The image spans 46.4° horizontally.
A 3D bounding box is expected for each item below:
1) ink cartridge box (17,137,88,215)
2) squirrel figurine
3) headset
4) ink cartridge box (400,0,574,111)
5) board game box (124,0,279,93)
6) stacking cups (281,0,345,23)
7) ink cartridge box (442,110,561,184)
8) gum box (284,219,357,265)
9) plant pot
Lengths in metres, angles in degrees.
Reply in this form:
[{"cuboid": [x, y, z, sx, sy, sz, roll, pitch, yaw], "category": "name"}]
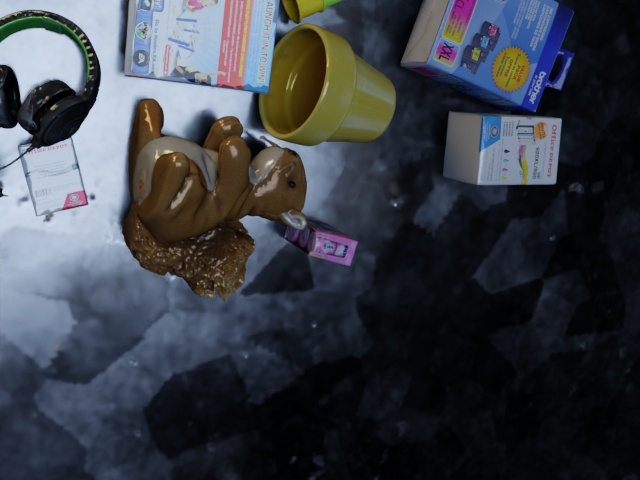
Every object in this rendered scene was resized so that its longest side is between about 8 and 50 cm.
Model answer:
[{"cuboid": [-0.561, -0.138, 1.567, 0.109, 0.063, 0.150, -14, 106, -18], "category": "ink cartridge box"}, {"cuboid": [-0.222, -0.075, 1.641, 0.371, 0.281, 0.396, 4, 115, -32], "category": "squirrel figurine"}, {"cuboid": [-0.579, -0.265, 1.438, 0.244, 0.185, 0.394, 16, 82, -4], "category": "headset"}, {"cuboid": [0.430, -0.484, 1.822, 0.396, 0.151, 0.269, 17, 96, -25], "category": "ink cartridge box"}, {"cuboid": [-0.244, -0.480, 1.558, 0.302, 0.086, 0.308, 5, 106, -14], "category": "board game box"}, {"cuboid": [0.070, -0.586, 1.687, 0.316, 0.096, 0.096, -25, 110, -15], "category": "stacking cups"}, {"cuboid": [0.456, -0.232, 1.877, 0.233, 0.168, 0.171, -2, 102, -21], "category": "ink cartridge box"}, {"cuboid": [0.000, 0.000, 1.747, 0.107, 0.188, 0.062, 14, 97, -24], "category": "gum box"}, {"cuboid": [0.028, -0.323, 1.666, 0.239, 0.254, 0.253, 11, 99, -39], "category": "plant pot"}]
